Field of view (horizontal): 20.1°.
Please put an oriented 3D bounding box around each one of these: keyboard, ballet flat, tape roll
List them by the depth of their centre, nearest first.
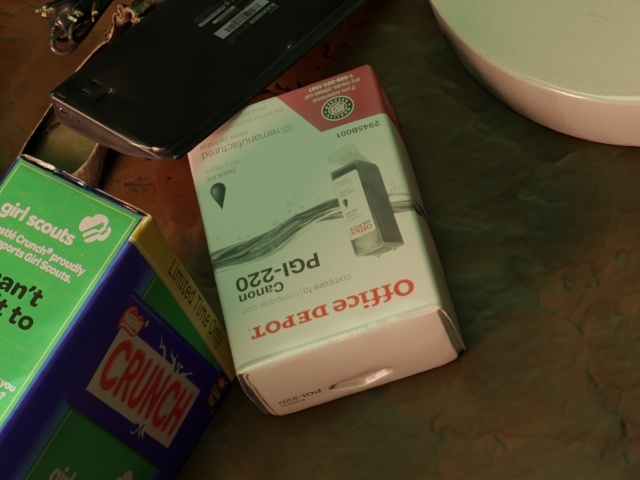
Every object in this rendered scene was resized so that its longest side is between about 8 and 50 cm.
[{"bbox_3d":[0.264,-0.254,1.399,0.392,0.072,0.392,-7,62,13],"label":"tape roll"},{"bbox_3d":[-0.092,-0.182,1.433,0.201,0.033,0.317,30,54,26],"label":"keyboard"},{"bbox_3d":[-0.192,-0.100,1.461,0.084,0.058,0.250,26,74,27],"label":"ballet flat"}]

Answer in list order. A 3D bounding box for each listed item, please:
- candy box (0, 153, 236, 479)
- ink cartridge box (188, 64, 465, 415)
[{"bbox_3d":[-0.203,0.142,1.221,0.122,0.268,0.317,24,73,22],"label":"candy box"},{"bbox_3d":[0.000,0.000,1.336,0.158,0.092,0.218,-19,62,7],"label":"ink cartridge box"}]
